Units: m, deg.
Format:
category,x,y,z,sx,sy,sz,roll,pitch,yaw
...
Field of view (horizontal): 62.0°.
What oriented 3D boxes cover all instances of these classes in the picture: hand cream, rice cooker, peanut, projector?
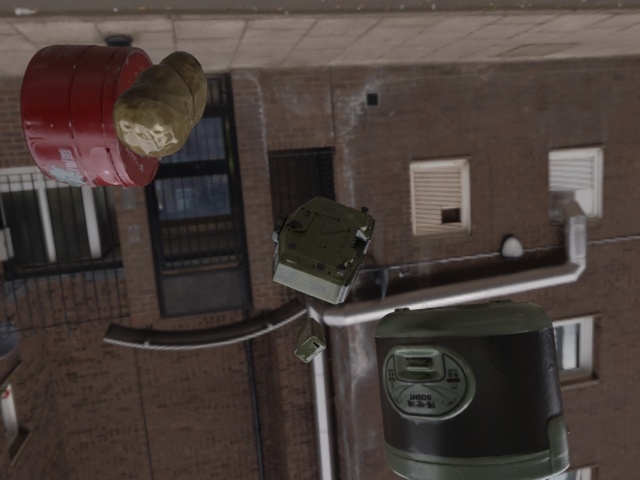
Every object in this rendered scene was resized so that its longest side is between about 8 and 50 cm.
category,x,y,z,sx,sy,sz,roll,pitch,yaw
hand cream,-0.352,-0.197,0.850,0.149,0.230,0.230,5,-170,2
rice cooker,0.221,0.234,0.821,0.289,0.276,0.288,-3,174,0
peanut,-0.200,-0.182,0.701,0.086,0.104,0.228,3,-149,3
projector,0.000,0.000,1.104,0.194,0.088,0.269,20,-144,6

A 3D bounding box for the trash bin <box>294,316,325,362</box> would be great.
category,x,y,z,sx,sy,sz,roll,pitch,yaw
trash bin,-0.024,0.216,1.170,0.061,0.043,0.092,-41,-164,12
